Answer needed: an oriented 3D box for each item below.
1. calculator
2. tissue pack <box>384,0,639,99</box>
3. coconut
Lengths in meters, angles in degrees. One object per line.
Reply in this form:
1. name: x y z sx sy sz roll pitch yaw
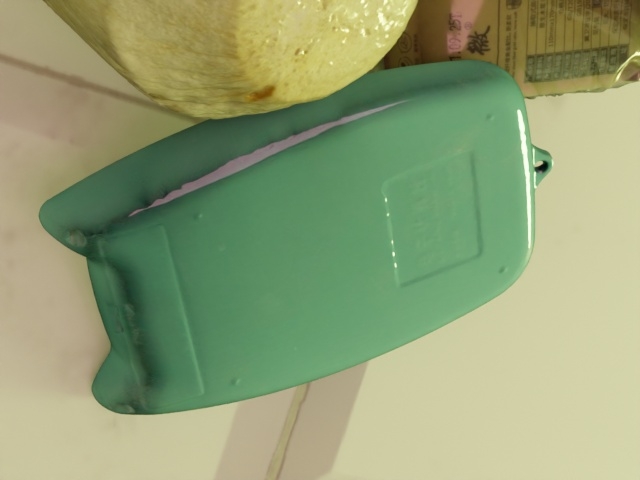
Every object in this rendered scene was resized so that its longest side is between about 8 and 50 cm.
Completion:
1. calculator: 0.000 0.000 1.326 0.386 0.054 0.256 -20 130 -12
2. tissue pack: 0.149 -0.234 1.346 0.215 0.123 0.257 -7 102 -16
3. coconut: -0.080 -0.247 1.186 0.328 0.329 0.329 -4 102 -19
